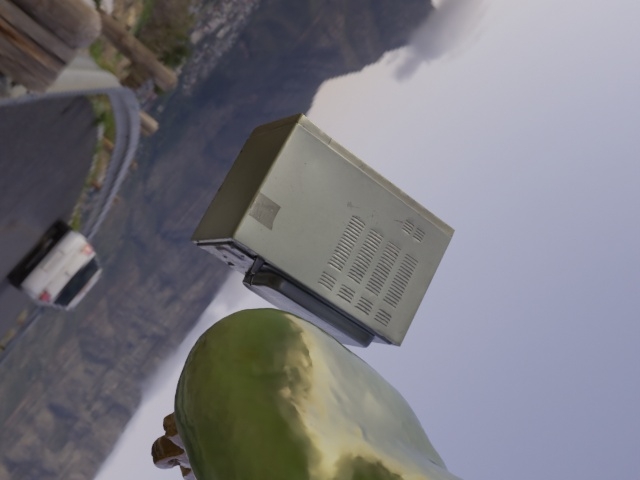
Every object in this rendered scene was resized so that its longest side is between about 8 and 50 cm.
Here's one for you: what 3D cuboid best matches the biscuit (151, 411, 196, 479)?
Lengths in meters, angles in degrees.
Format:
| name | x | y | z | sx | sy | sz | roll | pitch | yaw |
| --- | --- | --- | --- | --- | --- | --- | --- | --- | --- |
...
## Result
| name | x | y | z | sx | sy | sz | roll | pitch | yaw |
| --- | --- | --- | --- | --- | --- | --- | --- | --- | --- |
| biscuit | -0.080 | 0.213 | 0.863 | 0.184 | 0.035 | 0.249 | -11 | 151 | -10 |

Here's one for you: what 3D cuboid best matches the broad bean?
| name | x | y | z | sx | sy | sz | roll | pitch | yaw |
| --- | --- | --- | --- | --- | --- | --- | --- | --- | --- |
| broad bean | 0.005 | 0.136 | 0.475 | 0.100 | 0.169 | 0.228 | -56 | -133 | 25 |

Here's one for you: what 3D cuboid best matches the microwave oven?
| name | x | y | z | sx | sy | sz | roll | pitch | yaw |
| --- | --- | --- | --- | --- | --- | --- | --- | --- | --- |
| microwave oven | 0.000 | 0.000 | 0.962 | 0.194 | 0.241 | 0.145 | -61 | -156 | -12 |
